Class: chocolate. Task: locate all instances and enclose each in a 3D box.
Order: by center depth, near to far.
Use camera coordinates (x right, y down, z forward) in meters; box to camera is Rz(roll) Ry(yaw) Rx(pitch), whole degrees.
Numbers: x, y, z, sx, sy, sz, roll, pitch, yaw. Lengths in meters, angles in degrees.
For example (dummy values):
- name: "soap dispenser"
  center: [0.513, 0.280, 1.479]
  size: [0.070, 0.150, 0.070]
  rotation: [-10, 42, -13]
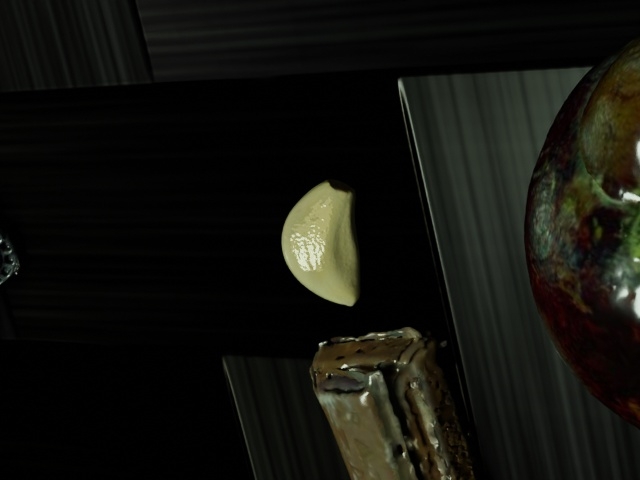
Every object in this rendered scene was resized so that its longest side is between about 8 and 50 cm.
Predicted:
- name: "chocolate"
  center: [0.077, 0.215, 1.316]
  size: [0.102, 0.065, 0.329]
  rotation: [-6, 110, 37]

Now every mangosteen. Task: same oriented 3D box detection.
- name: "mangosteen"
  center: [0.208, -0.007, 0.969]
  size: [0.231, 0.289, 0.231]
  rotation: [-1, 87, 14]

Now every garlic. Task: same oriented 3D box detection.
- name: "garlic"
  center: [0.001, 0.000, 1.280]
  size: [0.053, 0.041, 0.083]
  rotation: [10, 111, 26]

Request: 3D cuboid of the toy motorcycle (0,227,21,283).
- name: "toy motorcycle"
  center: [-0.331, 0.076, 1.488]
  size: [0.157, 0.091, 0.263]
  rotation: [13, 120, -18]
